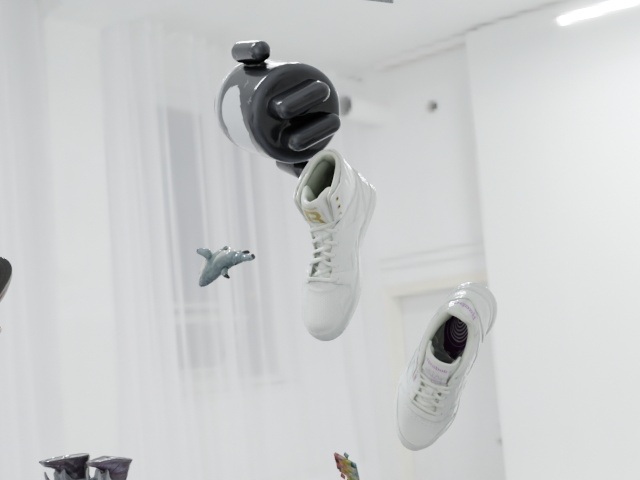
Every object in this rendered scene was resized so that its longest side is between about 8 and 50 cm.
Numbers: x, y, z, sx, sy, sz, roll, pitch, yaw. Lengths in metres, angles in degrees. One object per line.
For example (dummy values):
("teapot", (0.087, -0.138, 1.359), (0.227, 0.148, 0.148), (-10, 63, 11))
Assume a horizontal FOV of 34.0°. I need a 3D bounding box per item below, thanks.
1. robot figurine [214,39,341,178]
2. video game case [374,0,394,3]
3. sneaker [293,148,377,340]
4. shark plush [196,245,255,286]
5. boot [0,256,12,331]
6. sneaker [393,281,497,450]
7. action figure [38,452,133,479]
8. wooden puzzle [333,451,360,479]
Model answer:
("robot figurine", (-0.077, -0.224, 1.798), (0.173, 0.209, 0.278), (12, 6, -30))
("video game case", (0.055, -0.386, 1.492), (0.087, 0.011, 0.122), (12, -24, 21))
("sneaker", (0.000, 0.000, 1.672), (0.108, 0.293, 0.169), (0, -24, 27))
("shark plush", (-0.184, 0.052, 2.116), (0.161, 0.067, 0.073), (-8, -30, 32))
("boot", (-0.655, 0.164, 2.015), (0.096, 0.264, 0.280), (28, -11, 7))
("sneaker", (0.179, 0.212, 1.681), (0.114, 0.305, 0.152), (25, 20, 17))
("action figure", (-0.333, 0.453, 1.499), (0.185, 0.285, 0.099), (-4, -3, 31))
("wooden puzzle", (0.046, 0.396, 1.818), (0.049, 0.083, 0.006), (21, 47, 39))
